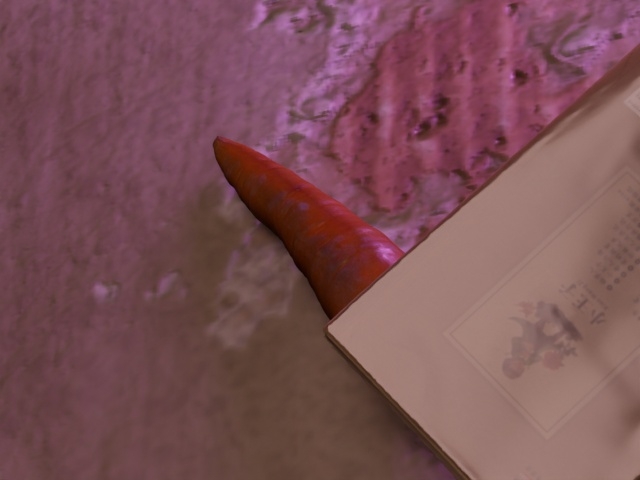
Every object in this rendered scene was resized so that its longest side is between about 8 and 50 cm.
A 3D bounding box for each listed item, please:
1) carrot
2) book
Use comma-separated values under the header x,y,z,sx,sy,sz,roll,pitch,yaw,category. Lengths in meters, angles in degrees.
x,y,z,sx,sy,sz,roll,pitch,yaw,category
0.000,0.000,0.876,0.048,0.048,0.216,-38,42,-5,carrot
0.118,0.019,0.778,0.199,0.016,0.138,-41,70,-7,book
